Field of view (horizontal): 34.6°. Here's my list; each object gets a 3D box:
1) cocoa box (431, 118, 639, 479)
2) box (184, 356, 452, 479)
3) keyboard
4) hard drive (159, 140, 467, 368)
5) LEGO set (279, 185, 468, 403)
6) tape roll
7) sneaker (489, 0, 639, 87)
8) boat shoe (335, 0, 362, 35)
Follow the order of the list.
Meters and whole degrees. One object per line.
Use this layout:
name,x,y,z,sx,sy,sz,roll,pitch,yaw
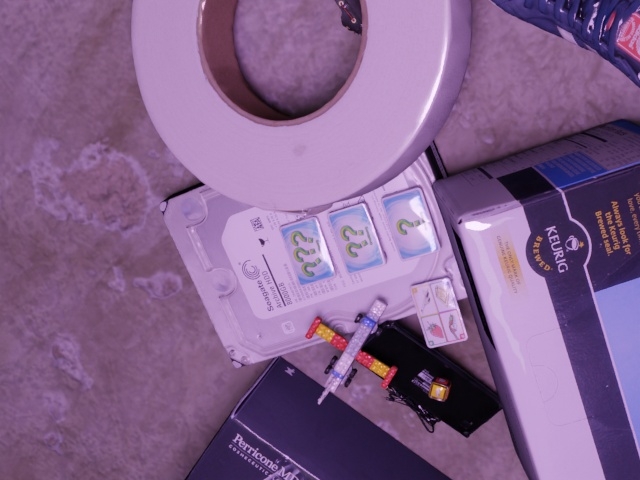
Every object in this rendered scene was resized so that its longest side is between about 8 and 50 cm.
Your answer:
cocoa box,0.282,0.080,1.050,0.228,0.231,0.347,-19,103,4
box,-0.022,0.383,1.298,0.343,0.179,0.312,35,113,3
keyboard,0.125,0.168,1.250,0.192,0.038,0.100,37,118,-15
hard drive,0.000,0.000,1.225,0.339,0.064,0.236,-18,101,22
LEGO set,0.062,0.080,1.162,0.183,0.060,0.244,-15,98,21
tape roll,-0.030,-0.224,1.103,0.392,0.072,0.391,4,100,27
sneaker,0.299,-0.220,1.002,0.350,0.148,0.131,23,126,9
boat shoe,0.045,-0.251,1.136,0.042,0.049,0.133,-28,96,28
